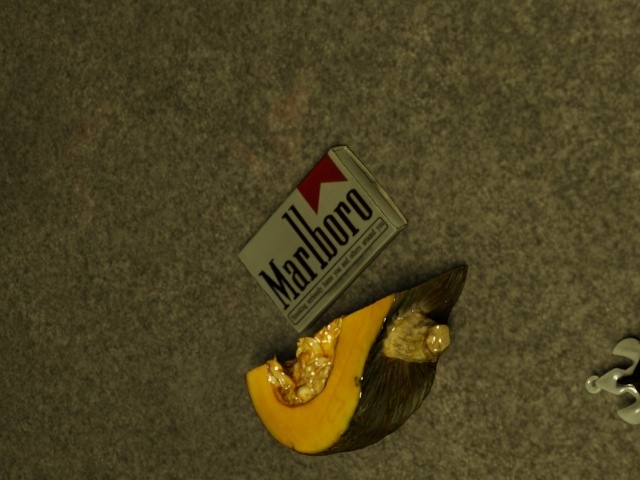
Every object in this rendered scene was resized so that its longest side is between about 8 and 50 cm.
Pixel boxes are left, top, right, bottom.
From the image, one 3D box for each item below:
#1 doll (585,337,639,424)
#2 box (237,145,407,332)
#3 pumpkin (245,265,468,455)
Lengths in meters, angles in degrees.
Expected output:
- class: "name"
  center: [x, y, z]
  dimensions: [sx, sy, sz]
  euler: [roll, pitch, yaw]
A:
- class: "doll"
  center: [0.330, 0.122, 1.187]
  dimensions: [0.195, 0.070, 0.096]
  euler: [-7, 78, 28]
- class: "box"
  center: [0.000, 0.000, 1.410]
  dimensions: [0.177, 0.036, 0.115]
  euler: [-47, 71, 30]
- class: "pumpkin"
  center: [0.054, 0.133, 1.342]
  dimensions: [0.248, 0.131, 0.126]
  euler: [-36, 69, 38]
